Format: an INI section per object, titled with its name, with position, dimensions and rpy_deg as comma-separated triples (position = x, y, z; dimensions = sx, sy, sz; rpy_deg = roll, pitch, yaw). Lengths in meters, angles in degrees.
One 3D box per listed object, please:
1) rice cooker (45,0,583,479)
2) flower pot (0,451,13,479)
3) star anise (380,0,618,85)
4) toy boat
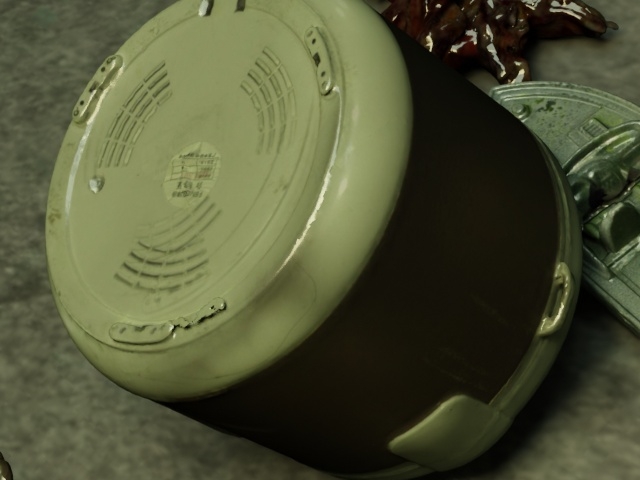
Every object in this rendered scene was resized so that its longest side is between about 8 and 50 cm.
[rice cooker]
position = 0.000, 0.000, 1.251
dimensions = 0.335, 0.325, 0.335
rpy_deg = -18, 59, 34
[flower pot]
position = -0.334, 0.269, 1.231
dimensions = 0.302, 0.302, 0.213
rpy_deg = -37, 64, -6
[star anise]
position = 0.132, -0.226, 1.506
dimensions = 0.272, 0.102, 0.272
rpy_deg = -11, 49, 13
[toy boat]
position = 0.227, -0.035, 1.326
dimensions = 0.141, 0.092, 0.319
rpy_deg = -38, 48, -7
